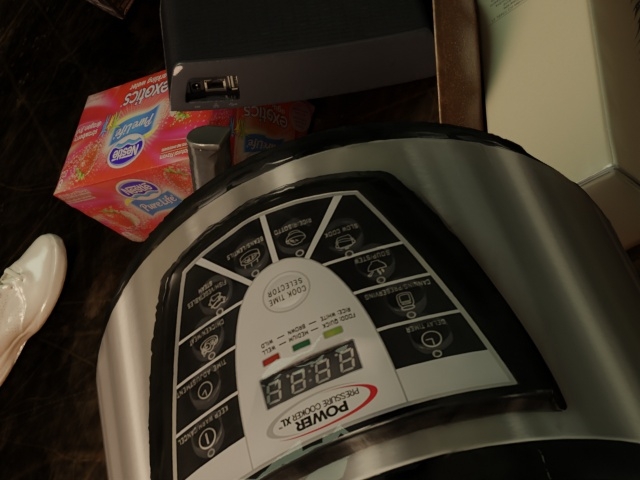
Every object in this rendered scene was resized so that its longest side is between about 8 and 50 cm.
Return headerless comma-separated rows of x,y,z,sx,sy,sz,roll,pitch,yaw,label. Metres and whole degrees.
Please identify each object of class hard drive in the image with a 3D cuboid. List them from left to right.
-0.023,-0.203,1.358,0.255,0.054,0.172,-8,46,-3,hard drive

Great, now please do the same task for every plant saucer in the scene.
0.113,-0.129,1.189,0.036,0.198,0.198,-3,54,4,plant saucer

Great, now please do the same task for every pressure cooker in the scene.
0.070,0.180,0.831,0.420,0.376,0.370,-106,32,-46,pressure cooker

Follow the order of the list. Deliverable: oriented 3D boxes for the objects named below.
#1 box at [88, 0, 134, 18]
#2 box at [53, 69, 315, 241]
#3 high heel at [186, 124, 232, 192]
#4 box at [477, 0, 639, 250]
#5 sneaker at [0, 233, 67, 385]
-0.216,-0.436,1.756,0.307,0.076,0.242,-59,-5,0,box
-0.143,-0.092,1.487,0.257,0.123,0.128,-9,58,47,box
0.000,0.000,1.318,0.261,0.186,0.093,14,39,24,high heel
0.196,-0.120,1.123,0.113,0.094,0.275,-29,45,36,box
-0.373,0.078,1.666,0.080,0.094,0.212,25,85,56,sneaker
